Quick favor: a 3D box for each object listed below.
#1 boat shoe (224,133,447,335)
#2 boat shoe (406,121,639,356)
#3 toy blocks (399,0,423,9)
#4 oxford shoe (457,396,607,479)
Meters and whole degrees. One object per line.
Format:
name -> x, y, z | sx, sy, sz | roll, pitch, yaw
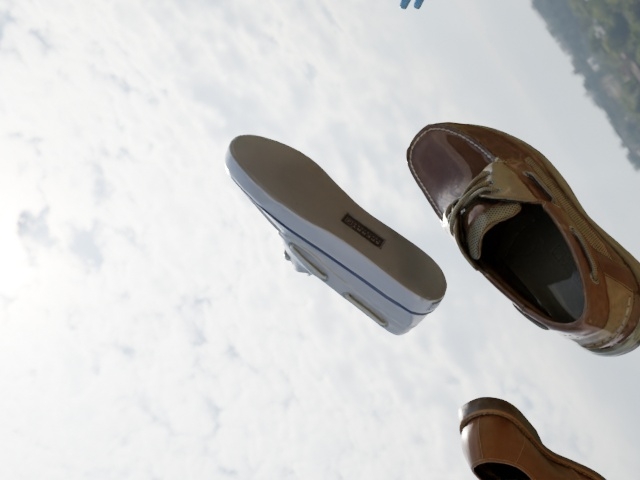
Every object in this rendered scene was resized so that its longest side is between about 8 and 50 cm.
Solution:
boat shoe -> 0.000, 0.000, 0.863 | 0.258, 0.084, 0.095 | 41, -142, 8
boat shoe -> 0.182, -0.022, 0.843 | 0.116, 0.123, 0.324 | 11, -153, -44
toy blocks -> 0.066, -0.274, 0.720 | 0.123, 0.148, 0.054 | 24, -142, 1
oxford shoe -> 0.195, 0.226, 0.760 | 0.212, 0.076, 0.076 | 38, -147, -19
